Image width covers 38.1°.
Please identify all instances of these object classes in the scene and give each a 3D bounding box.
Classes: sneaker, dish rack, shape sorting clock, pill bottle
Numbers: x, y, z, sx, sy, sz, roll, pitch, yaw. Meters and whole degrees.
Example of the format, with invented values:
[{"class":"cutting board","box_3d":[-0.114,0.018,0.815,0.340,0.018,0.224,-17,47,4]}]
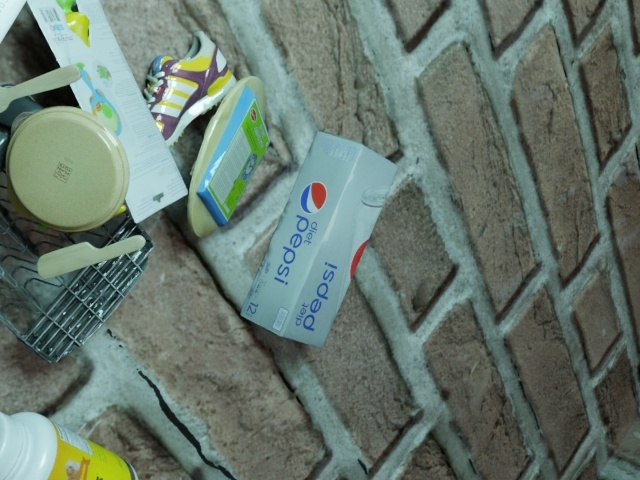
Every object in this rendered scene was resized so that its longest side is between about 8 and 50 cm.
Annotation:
[{"class":"sneaker","box_3d":[-0.183,-0.164,1.065,0.185,0.070,0.083,-48,123,-28]},{"class":"dish rack","box_3d":[-0.306,-0.004,0.994,0.208,0.074,0.271,-51,138,-17]},{"class":"shape sorting clock","box_3d":[-0.114,-0.102,1.123,0.206,0.040,0.206,-61,168,-22]},{"class":"pill bottle","box_3d":[-0.315,0.272,1.062,0.117,0.117,0.215,-57,137,-12]}]

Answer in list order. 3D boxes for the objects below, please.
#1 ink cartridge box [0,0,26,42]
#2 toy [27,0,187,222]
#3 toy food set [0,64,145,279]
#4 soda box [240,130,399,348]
[{"class":"ink cartridge box","box_3d":[-0.423,-0.194,0.791,0.261,0.066,0.296,32,81,-26]},{"class":"toy","box_3d":[-0.230,-0.136,0.963,0.237,0.056,0.137,69,20,-10]},{"class":"toy food set","box_3d":[-0.247,-0.069,0.897,0.038,0.133,0.192,-67,141,-73]},{"class":"soda box","box_3d":[0.000,0.000,1.300,0.098,0.091,0.286,25,88,-49]}]
